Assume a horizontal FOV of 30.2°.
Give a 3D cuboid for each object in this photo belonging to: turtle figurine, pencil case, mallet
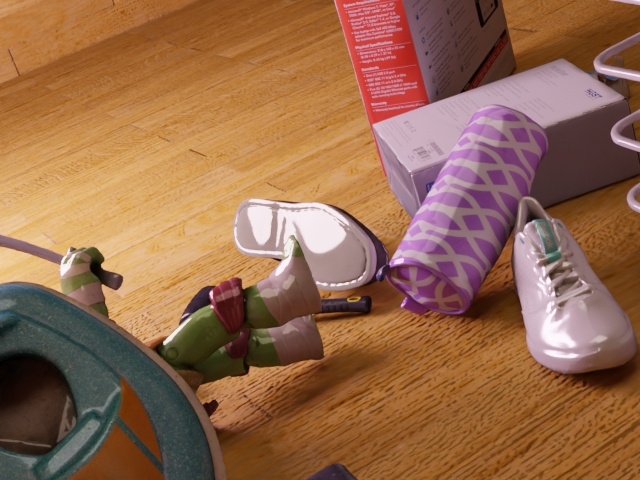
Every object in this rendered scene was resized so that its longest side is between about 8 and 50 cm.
[{"bbox_3d":[-0.146,0.064,1.014,0.266,0.198,0.275,-19,27,-11],"label":"turtle figurine"},{"bbox_3d":[0.135,-0.026,1.076,0.086,0.088,0.206,28,66,9],"label":"pencil case"},{"bbox_3d":[-0.047,0.071,1.131,0.189,0.039,0.062,-2,27,25],"label":"mallet"}]

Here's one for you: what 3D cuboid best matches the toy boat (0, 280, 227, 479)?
[{"bbox_3d":[-0.215,0.187,0.785,0.318,0.267,0.148,-50,-9,-23],"label":"toy boat"}]

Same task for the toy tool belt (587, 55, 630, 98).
[{"bbox_3d":[0.321,-0.185,1.400,0.083,0.051,0.052,-15,23,7],"label":"toy tool belt"}]

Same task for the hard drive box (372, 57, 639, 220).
[{"bbox_3d":[0.191,-0.099,1.258,0.232,0.089,0.181,-19,24,-2],"label":"hard drive box"}]

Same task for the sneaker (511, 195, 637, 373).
[{"bbox_3d":[0.192,0.030,0.969,0.080,0.094,0.212,-17,24,-1],"label":"sneaker"}]

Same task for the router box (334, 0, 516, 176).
[{"bbox_3d":[0.132,-0.286,1.445,0.082,0.301,0.335,-4,26,27],"label":"router box"}]

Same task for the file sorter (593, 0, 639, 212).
[{"bbox_3d":[0.336,-0.103,0.930,0.173,0.278,0.193,-26,25,-14],"label":"file sorter"}]

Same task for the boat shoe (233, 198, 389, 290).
[{"bbox_3d":[0.000,0.000,1.191,0.068,0.081,0.227,6,8,-38],"label":"boat shoe"}]

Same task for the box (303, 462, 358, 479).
[{"bbox_3d":[-0.030,0.283,0.461,0.294,0.183,0.296,-26,26,-16],"label":"box"}]
